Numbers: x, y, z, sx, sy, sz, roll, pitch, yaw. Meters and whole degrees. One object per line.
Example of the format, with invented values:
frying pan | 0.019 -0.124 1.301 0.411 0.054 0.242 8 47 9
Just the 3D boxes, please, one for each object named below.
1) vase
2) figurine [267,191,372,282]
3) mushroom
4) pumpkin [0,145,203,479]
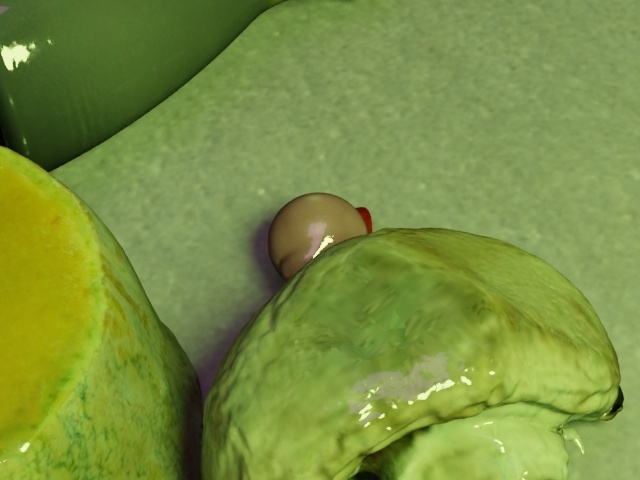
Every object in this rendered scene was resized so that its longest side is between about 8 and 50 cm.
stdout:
vase | -0.112 -0.183 1.212 0.321 0.173 0.173 -26 54 -16
figurine | 0.000 0.000 1.112 0.071 0.067 0.083 6 35 -12
mushroom | 0.048 0.075 0.988 0.267 0.164 0.189 -17 53 -5
pumpkin | -0.245 0.095 0.998 0.332 0.199 0.332 -3 55 4
